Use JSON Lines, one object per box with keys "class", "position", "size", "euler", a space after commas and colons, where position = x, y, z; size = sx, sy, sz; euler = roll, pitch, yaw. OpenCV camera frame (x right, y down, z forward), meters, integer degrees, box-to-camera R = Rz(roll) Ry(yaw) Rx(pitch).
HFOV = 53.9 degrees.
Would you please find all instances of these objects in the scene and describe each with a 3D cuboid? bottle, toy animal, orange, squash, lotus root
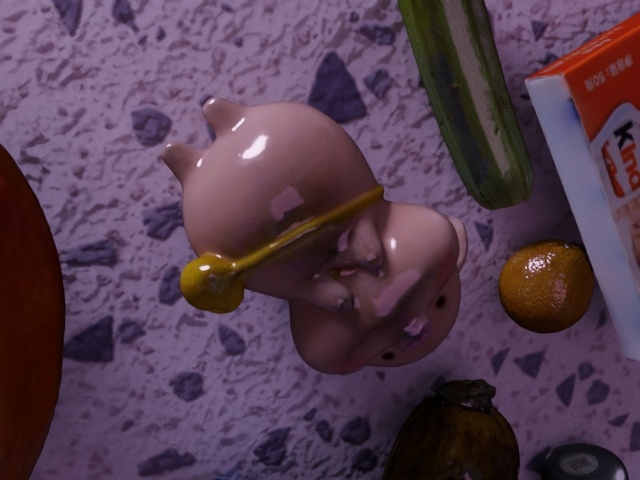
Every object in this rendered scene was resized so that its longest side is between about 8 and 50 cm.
{"class": "bottle", "position": [0.275, 0.322, 0.619], "size": [0.096, 0.079, 0.254], "euler": [-27, 108, -46]}
{"class": "toy animal", "position": [-0.002, 0.001, 0.459], "size": [0.165, 0.149, 0.248], "euler": [-41, 115, 15]}
{"class": "orange", "position": [0.195, 0.039, 0.542], "size": [0.085, 0.085, 0.085], "euler": [-2, 102, -12]}
{"class": "squash", "position": [0.113, -0.131, 0.495], "size": [0.066, 0.066, 0.229], "euler": [-25, 105, -7]}
{"class": "lotus root", "position": [0.105, 0.219, 0.534], "size": [0.120, 0.120, 0.209], "euler": [15, 96, -15]}

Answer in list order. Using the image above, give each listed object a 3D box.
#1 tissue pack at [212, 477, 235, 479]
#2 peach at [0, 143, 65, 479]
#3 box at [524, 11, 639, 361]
{"class": "tissue pack", "position": [0.015, 0.298, 0.453], "size": [0.263, 0.146, 0.198], "euler": [-8, 109, 35]}
{"class": "peach", "position": [-0.316, 0.059, 0.307], "size": [0.372, 0.290, 0.373], "euler": [3, 83, -26]}
{"class": "box", "position": [0.325, -0.074, 0.536], "size": [0.273, 0.048, 0.265], "euler": [-33, 107, -19]}
